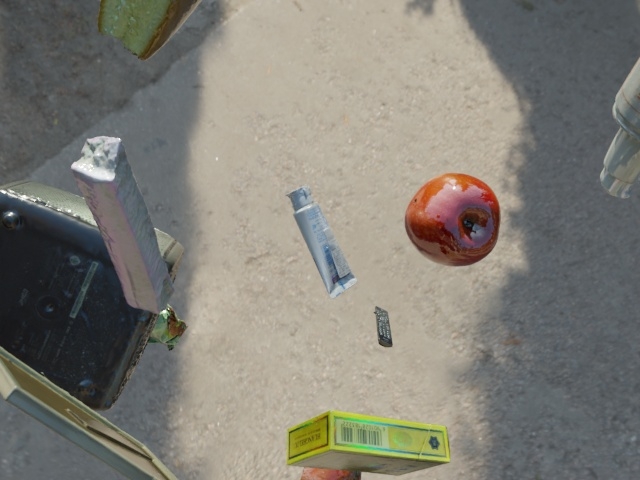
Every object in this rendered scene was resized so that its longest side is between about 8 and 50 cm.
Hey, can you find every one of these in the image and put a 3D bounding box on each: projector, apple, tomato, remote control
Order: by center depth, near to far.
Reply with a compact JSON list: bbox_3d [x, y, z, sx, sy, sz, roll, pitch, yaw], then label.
[{"bbox_3d":[0.109,0.154,1.089,0.034,0.016,0.091,26,30,-16],"label":"remote control"},{"bbox_3d":[-0.556,0.118,1.342,0.405,0.242,0.395,25,97,-10],"label":"projector"},{"bbox_3d":[0.036,0.537,1.381,0.095,0.237,0.237,15,61,23],"label":"tomato"},{"bbox_3d":[0.360,-0.056,1.660,0.260,0.216,0.261,-4,102,-18],"label":"apple"}]

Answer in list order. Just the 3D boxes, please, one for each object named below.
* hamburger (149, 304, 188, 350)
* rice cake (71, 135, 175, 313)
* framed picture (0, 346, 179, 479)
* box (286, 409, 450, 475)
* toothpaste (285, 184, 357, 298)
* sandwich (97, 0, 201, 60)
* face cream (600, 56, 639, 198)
[{"bbox_3d":[-0.503,0.196,1.655,0.276,0.260,0.150,42,71,1],"label":"hamburger"},{"bbox_3d":[-0.271,-0.001,0.869,0.072,0.365,0.056,15,54,9],"label":"rice cake"},{"bbox_3d":[-0.230,0.189,0.614,0.016,0.184,0.250,-52,124,-19],"label":"framed picture"},{"bbox_3d":[0.074,0.321,0.956,0.219,0.141,0.064,17,55,-24],"label":"box"},{"bbox_3d":[0.000,0.000,1.618,0.114,0.073,0.299,-30,96,-45],"label":"toothpaste"},{"bbox_3d":[-0.231,-0.396,0.904,0.122,0.128,0.236,29,78,0],"label":"sandwich"},{"bbox_3d":[0.353,-0.142,0.609,0.101,0.252,0.101,6,48,-7],"label":"face cream"}]
